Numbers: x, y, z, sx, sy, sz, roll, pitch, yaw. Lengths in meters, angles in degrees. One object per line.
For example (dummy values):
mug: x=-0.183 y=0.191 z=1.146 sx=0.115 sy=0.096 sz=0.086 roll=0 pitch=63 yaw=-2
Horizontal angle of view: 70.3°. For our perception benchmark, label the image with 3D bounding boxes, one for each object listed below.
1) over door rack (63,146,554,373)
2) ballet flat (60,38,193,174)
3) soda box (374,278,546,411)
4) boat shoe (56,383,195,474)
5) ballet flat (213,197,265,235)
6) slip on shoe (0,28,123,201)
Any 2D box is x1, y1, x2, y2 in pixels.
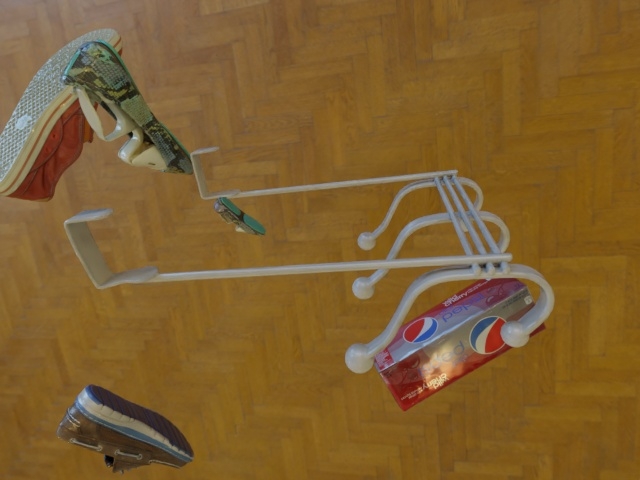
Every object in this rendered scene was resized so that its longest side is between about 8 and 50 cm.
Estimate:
over door rack: x=0.000 y=0.000 z=0.415 sx=0.324 sy=0.239 sz=0.108 roll=6 pitch=113 yaw=4
ballet flat: x=-0.205 y=-0.120 z=0.491 sx=0.070 sy=0.070 sz=0.188 roll=-6 pitch=145 yaw=16
soda box: x=0.214 y=0.157 z=0.732 sx=0.263 sy=0.083 sz=0.092 roll=-30 pitch=109 yaw=2
boat shoe: x=-0.233 y=0.242 z=0.554 sx=0.066 sy=0.066 sz=0.183 roll=-48 pitch=125 yaw=-11
ballet flat: x=-0.158 y=-0.040 z=0.875 sx=0.114 sy=0.041 sz=0.041 roll=40 pitch=112 yaw=-22
slip on shoe: x=-0.431 y=-0.212 z=0.769 sx=0.123 sy=0.101 sz=0.331 roll=23 pitch=82 yaw=30
